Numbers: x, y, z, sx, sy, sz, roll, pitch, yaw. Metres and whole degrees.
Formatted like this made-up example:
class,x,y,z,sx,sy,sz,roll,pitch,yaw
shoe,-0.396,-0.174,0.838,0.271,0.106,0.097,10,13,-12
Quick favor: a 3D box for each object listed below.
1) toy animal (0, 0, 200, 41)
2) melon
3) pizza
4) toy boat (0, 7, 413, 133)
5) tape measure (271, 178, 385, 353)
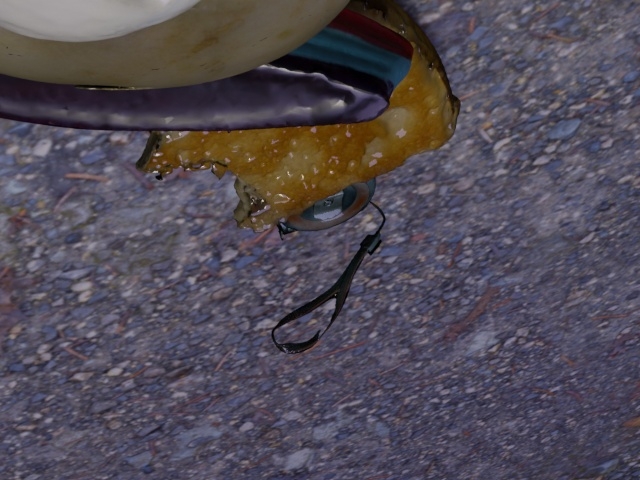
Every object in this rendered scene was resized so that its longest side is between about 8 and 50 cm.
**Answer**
class,x,y,z,sx,sy,sz,roll,pitch,yaw
toy animal,-0.160,-0.209,0.650,0.174,0.289,0.249,-37,174,40
melon,-0.119,-0.198,0.883,0.317,0.223,0.223,-3,145,-25
pizza,-0.030,-0.118,1.194,0.223,0.089,0.323,-39,144,17
toy boat,-0.129,-0.123,1.032,0.392,0.079,0.136,4,127,-5
tape measure,0.004,0.000,1.329,0.104,0.180,0.107,-4,150,3
